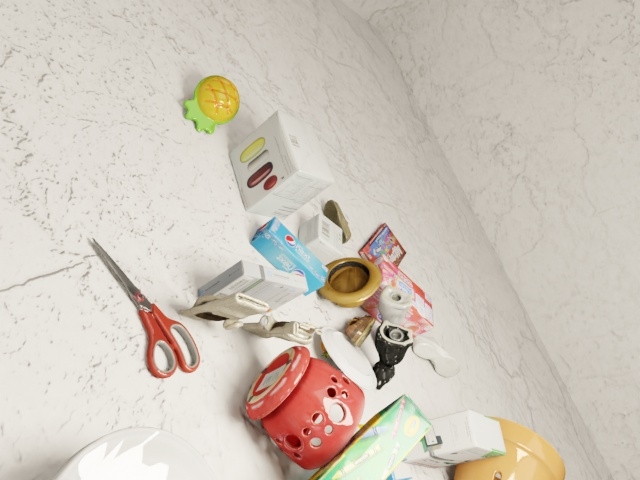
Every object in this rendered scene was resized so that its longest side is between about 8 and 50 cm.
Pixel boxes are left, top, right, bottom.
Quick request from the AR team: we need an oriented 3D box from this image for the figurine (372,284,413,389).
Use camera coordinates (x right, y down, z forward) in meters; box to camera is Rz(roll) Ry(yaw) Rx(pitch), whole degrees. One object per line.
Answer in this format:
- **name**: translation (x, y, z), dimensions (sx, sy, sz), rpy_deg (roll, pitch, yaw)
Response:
- **figurine**: translation (0.182, 0.264, 1.340), dimensions (0.092, 0.210, 0.215), rpy_deg (11, 39, 1)

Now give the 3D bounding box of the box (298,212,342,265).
- **box**: translation (0.000, 0.000, 1.398), dimensions (0.102, 0.087, 0.101), rpy_deg (37, 36, -32)

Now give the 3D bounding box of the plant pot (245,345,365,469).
- **plant pot**: translation (-0.035, 0.314, 0.966), dimensions (0.174, 0.191, 0.191), rpy_deg (45, 32, -9)

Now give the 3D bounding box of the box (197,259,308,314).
- **box**: translation (-0.140, 0.105, 1.046), dimensions (0.186, 0.145, 0.038), rpy_deg (20, 48, -45)

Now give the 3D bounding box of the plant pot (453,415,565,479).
- **plant pot**: translation (0.486, 0.659, 1.333), dimensions (0.291, 0.290, 0.203), rpy_deg (52, 48, -8)

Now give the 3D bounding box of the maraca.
- **maraca**: translation (-0.288, -0.366, 1.322), dimensions (0.127, 0.099, 0.186), rpy_deg (47, 57, -21)

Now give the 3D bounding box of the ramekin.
- **ramekin**: translation (-0.259, 0.395, 0.629), dimensions (0.272, 0.127, 0.273), rpy_deg (36, 36, -32)

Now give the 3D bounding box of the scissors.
- **scissors**: translation (-0.318, 0.118, 0.909), dimensions (0.109, 0.021, 0.297), rpy_deg (-18, 76, -56)

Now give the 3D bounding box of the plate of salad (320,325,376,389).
- **plate of salad**: translation (0.066, 0.301, 1.247), dimensions (0.200, 0.048, 0.200), rpy_deg (43, 12, -11)

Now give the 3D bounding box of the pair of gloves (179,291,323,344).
- **pair of gloves**: translation (-0.131, 0.162, 0.965), dimensions (0.240, 0.204, 0.042), rpy_deg (31, 61, -39)

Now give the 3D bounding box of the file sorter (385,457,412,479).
- **file sorter**: translation (0.137, 0.534, 1.077), dimensions (0.104, 0.118, 0.171), rpy_deg (23, 44, -47)

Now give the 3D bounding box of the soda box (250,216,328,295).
- **soda box**: translation (-0.077, 0.042, 1.266), dimensions (0.210, 0.071, 0.067), rpy_deg (46, 32, -18)

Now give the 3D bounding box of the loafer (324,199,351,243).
- **loafer**: translation (0.056, -0.059, 1.570), dimensions (0.050, 0.056, 0.148), rpy_deg (-10, 80, -58)

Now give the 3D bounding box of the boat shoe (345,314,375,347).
- **boat shoe**: translation (0.108, 0.233, 1.347), dimensions (0.060, 0.064, 0.178), rpy_deg (35, 13, 7)

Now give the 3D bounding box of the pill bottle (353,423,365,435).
- **pill bottle**: translation (0.087, 0.452, 1.150), dimensions (0.083, 0.043, 0.044), rpy_deg (23, 45, -44)

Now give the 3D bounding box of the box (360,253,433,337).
- **box**: translation (0.225, 0.180, 1.518), dimensions (0.257, 0.122, 0.128), rpy_deg (41, 34, -25)

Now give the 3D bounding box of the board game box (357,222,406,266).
- **board game box**: translation (0.224, 0.043, 1.739), dimensions (0.145, 0.027, 0.281), rpy_deg (56, 30, -5)

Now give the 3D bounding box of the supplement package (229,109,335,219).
- **supplement package**: translation (-0.106, -0.195, 1.314), dimensions (0.149, 0.203, 0.194), rpy_deg (10, 54, -51)

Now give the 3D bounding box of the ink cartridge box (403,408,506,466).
- **ink cartridge box**: translation (0.336, 0.519, 1.276), dimensions (0.160, 0.219, 0.093), rpy_deg (29, 43, -37)

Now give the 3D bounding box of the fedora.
- **fedora**: translation (0.081, 0.127, 1.373), dimensions (0.194, 0.194, 0.079), rpy_deg (-74, 161, -52)

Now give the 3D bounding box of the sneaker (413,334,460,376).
- **sneaker**: translation (0.383, 0.367, 1.629), dimensions (0.212, 0.080, 0.094), rpy_deg (41, 22, -23)

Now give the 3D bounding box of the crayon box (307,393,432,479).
- **crayon box**: translation (0.068, 0.424, 0.923), dimensions (0.278, 0.165, 0.081), rpy_deg (-32, 72, -34)
